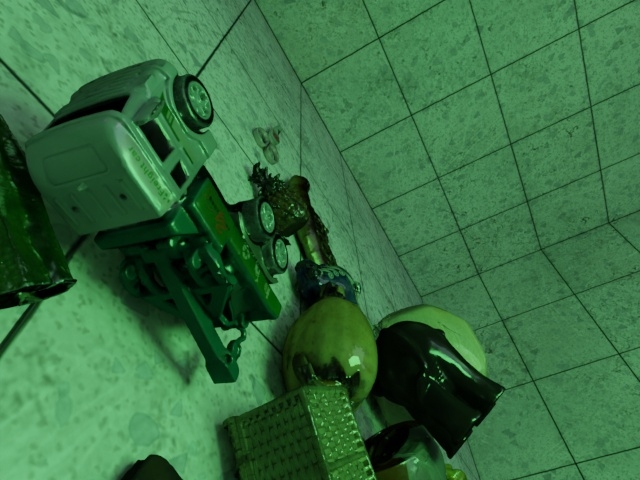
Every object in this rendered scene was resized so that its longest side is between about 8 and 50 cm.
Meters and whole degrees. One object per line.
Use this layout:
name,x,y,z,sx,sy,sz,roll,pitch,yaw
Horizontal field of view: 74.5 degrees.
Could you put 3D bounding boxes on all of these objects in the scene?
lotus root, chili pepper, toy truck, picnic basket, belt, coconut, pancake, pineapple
lotus root,0.018,0.197,0.823,0.183,0.182,0.310,58,16,-26
chili pepper,-0.297,-0.051,0.374,0.227,0.059,0.088,65,9,6
toy truck,-0.160,-0.008,0.502,0.178,0.176,0.364,-78,152,-52
picnic basket,-0.026,0.310,0.549,0.134,0.154,0.196,28,35,-58
belt,0.158,0.466,0.871,0.105,0.184,0.261,69,15,12
coconut,0.301,0.381,1.207,0.346,0.346,0.360,56,16,-31
pancake,-0.003,-0.004,1.290,0.305,0.066,0.427,52,18,-46
pineapple,-0.112,-0.106,1.040,0.198,0.108,0.108,54,13,9

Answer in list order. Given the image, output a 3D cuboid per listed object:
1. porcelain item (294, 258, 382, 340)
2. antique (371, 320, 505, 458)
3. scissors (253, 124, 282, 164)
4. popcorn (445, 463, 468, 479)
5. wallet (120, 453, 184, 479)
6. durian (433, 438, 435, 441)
porcelain item,0.037,0.174,1.014,0.186,0.138,0.288,33,32,-51
antique,0.217,0.282,0.859,0.255,0.185,0.322,35,-17,32
scissors,-0.155,-0.326,1.336,0.118,0.030,0.242,59,20,-23
popcorn,0.253,0.633,0.957,0.233,0.192,0.266,-48,120,-41
wallet,-0.159,0.320,0.298,0.165,0.042,0.309,64,15,-12
durian,0.285,0.644,1.213,0.148,0.091,0.189,-24,93,-63
